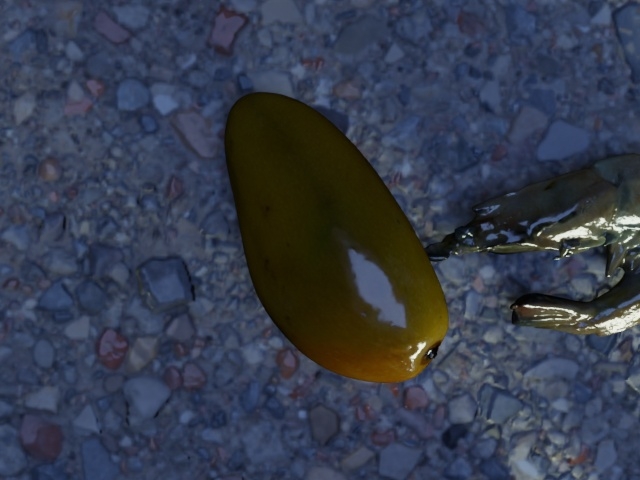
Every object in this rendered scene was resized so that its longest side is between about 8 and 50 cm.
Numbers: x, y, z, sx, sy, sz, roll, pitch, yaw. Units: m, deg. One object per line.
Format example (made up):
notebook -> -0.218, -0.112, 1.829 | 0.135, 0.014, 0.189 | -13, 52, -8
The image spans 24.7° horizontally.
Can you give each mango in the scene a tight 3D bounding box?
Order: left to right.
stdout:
mango -> 0.000, 0.000, 1.121 | 0.113, 0.138, 0.253 | -26, 82, -46

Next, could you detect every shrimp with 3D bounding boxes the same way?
shrimp -> 0.203, 0.014, 1.183 | 0.254, 0.059, 0.145 | -20, 109, -9
